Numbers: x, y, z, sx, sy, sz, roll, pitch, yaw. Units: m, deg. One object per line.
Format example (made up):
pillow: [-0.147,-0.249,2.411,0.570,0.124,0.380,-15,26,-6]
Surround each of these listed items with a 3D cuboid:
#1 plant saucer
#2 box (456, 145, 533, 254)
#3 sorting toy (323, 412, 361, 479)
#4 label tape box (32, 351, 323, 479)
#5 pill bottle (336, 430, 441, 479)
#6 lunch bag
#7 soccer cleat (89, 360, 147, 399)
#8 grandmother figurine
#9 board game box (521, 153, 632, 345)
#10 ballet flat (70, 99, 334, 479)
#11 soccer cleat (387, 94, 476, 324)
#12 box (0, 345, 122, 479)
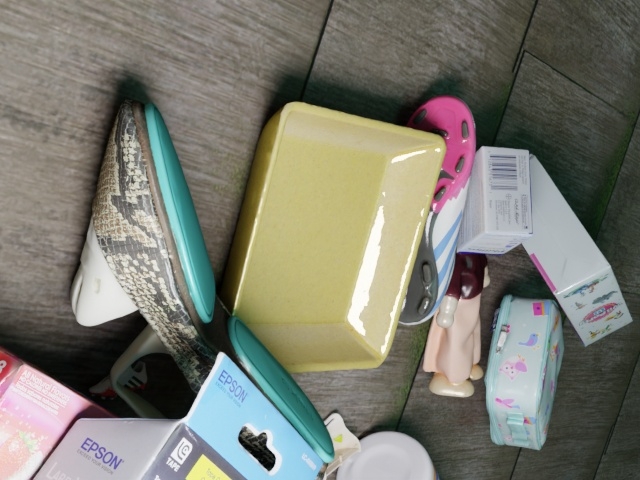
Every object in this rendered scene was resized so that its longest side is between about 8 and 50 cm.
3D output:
plant saucer: [0.000,0.000,1.329,0.333,0.081,0.332,5,102,-50]
box: [0.244,-0.054,1.487,0.137,0.072,0.126,130,-39,-74]
sorting toy: [0.014,0.296,1.534,0.083,0.045,0.075,-30,122,-40]
label tape box: [-0.169,0.288,0.987,0.347,0.115,0.249,-56,143,-19]
pill bottle: [0.133,0.433,1.654,0.152,0.152,0.272,-50,139,-23]
lunch bag: [0.349,0.234,1.808,0.279,0.108,0.224,65,39,-56]
soccer cleat: [-0.227,0.156,1.171,0.083,0.029,0.035,-5,102,-54]
grandmother figurine: [0.218,0.074,1.642,0.208,0.104,0.342,-56,149,-65]
board game box: [0.388,0.023,1.677,0.097,0.224,0.303,-32,151,10]
ballet flat: [-0.153,0.097,1.103,0.182,0.164,0.482,-24,114,5]
soccer cleat: [0.150,-0.044,1.500,0.143,0.116,0.331,-17,120,-74]
box: [-0.277,0.210,1.028,0.142,0.154,0.300,-59,141,-13]
